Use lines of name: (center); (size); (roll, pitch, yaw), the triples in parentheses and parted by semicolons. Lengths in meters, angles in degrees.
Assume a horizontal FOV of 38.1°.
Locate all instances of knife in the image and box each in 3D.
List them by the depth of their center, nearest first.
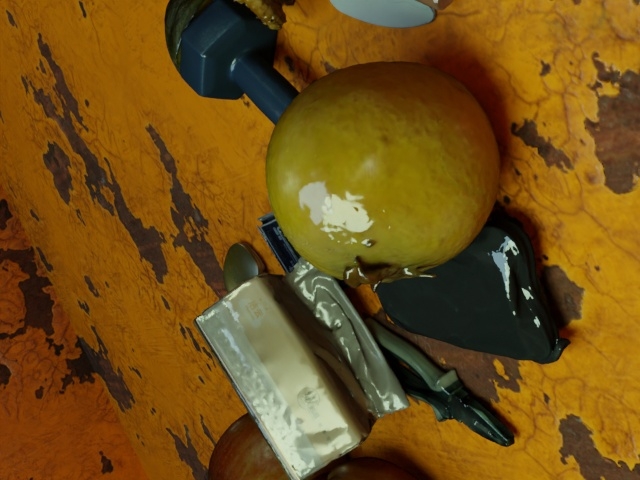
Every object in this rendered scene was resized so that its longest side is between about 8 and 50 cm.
knife: (0.016, -0.330, 1.187); (0.336, 0.043, 0.081); (38, 150, 33)

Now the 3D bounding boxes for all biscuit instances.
biscuit: (-0.129, -0.383, 1.227); (0.254, 0.035, 0.254); (52, -167, -17)

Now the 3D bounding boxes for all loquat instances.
loquat: (0.065, -0.069, 1.076); (0.275, 0.275, 0.275); (39, 144, 36)

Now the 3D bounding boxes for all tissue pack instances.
tissue pack: (-0.020, 0.193, 1.479); (0.305, 0.238, 0.238); (57, 151, 8)

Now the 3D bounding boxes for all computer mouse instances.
computer mouse: (-0.151, 0.088, 1.817); (0.102, 0.045, 0.199); (49, 149, 27)

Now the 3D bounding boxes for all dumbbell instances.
dumbbell: (-0.062, -0.201, 1.316); (0.325, 0.144, 0.160); (48, 150, 25)

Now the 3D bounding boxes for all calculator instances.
calculator: (-0.006, 0.009, 1.501); (0.165, 0.028, 0.274); (57, 150, -8)

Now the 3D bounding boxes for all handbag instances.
handbag: (0.179, 0.056, 1.222); (0.332, 0.075, 0.191); (6, 120, 55)

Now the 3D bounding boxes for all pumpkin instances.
pumpkin: (-0.209, -0.334, 1.439); (0.130, 0.149, 0.254); (41, 147, 19)

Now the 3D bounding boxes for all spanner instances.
spanner: (0.170, 0.223, 1.419); (0.325, 0.040, 0.095); (32, 139, 44)

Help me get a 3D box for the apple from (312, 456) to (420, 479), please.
apple: (0.102, 0.550, 1.563); (0.365, 0.329, 0.295); (56, -174, 12)

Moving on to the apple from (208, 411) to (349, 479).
apple: (-0.066, 0.461, 1.812); (0.301, 0.301, 0.301); (39, 144, 36)

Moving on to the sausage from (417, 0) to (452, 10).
sausage: (0.118, -0.290, 1.061); (0.083, 0.034, 0.034); (38, 144, 38)
